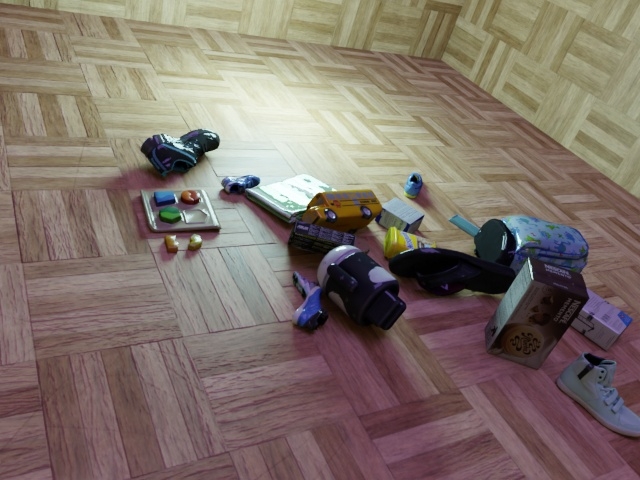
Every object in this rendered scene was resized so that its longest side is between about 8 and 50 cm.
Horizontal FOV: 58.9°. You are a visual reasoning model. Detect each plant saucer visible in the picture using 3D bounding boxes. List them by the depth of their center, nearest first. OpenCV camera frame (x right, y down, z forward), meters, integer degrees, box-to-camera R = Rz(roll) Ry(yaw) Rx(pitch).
[{"bbox_3d":[0.605,-0.045,2.263,0.192,0.018,0.067,38,39,25],"label":"plant saucer"}]

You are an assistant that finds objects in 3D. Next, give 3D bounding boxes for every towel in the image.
[{"bbox_3d":[-0.083,-0.164,2.054,0.247,0.038,0.324,31,35,31],"label":"towel"}]

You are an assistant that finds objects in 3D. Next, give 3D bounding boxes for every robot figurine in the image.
[{"bbox_3d":[0.112,0.136,1.632,0.173,0.209,0.278,-29,54,-29],"label":"robot figurine"}]

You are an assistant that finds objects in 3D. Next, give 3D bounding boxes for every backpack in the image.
[{"bbox_3d":[0.777,0.046,2.046,0.355,0.274,0.290,27,26,-10],"label":"backpack"}]

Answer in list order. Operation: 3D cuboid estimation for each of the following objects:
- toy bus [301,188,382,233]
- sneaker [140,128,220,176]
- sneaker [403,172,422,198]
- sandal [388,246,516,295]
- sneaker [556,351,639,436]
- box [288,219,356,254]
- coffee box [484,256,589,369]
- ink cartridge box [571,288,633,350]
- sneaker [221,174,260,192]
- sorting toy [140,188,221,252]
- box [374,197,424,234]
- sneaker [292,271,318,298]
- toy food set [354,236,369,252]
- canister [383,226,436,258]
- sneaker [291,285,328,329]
[{"bbox_3d":[0.068,-0.098,1.947,0.332,0.108,0.130,-8,61,-45],"label":"toy bus"},{"bbox_3d":[-0.486,-0.312,2.051,0.340,0.125,0.140,-25,81,-50],"label":"sneaker"},{"bbox_3d":[0.405,-0.254,2.405,0.069,0.082,0.209,21,32,7],"label":"sneaker"},{"bbox_3d":[0.440,0.119,1.835,0.445,0.168,0.107,10,52,-12],"label":"sandal"},{"bbox_3d":[0.811,0.425,1.581,0.255,0.151,0.094,36,36,22],"label":"sneaker"},{"bbox_3d":[0.000,0.000,1.775,0.190,0.184,0.045,15,73,-5],"label":"box"},{"bbox_3d":[0.622,0.215,1.653,0.168,0.297,0.119,19,34,0],"label":"coffee box"},{"bbox_3d":[0.930,0.258,1.932,0.148,0.086,0.203,-20,49,-43],"label":"ink cartridge box"},{"bbox_3d":[-0.278,-0.196,2.016,0.144,0.053,0.059,-11,43,-24],"label":"sneaker"},{"bbox_3d":[-0.429,-0.076,1.779,0.228,0.041,0.307,-1,39,-27],"label":"sorting toy"},{"bbox_3d":[0.296,-0.085,2.119,0.137,0.072,0.126,33,36,21],"label":"box"},{"bbox_3d":[-0.038,0.130,1.689,0.069,0.038,0.098,-6,51,-35],"label":"sneaker"},{"bbox_3d":[0.130,0.017,1.941,0.083,0.020,0.082,35,37,24],"label":"toy food set"},{"bbox_3d":[0.312,0.027,1.970,0.169,0.073,0.126,17,34,-6],"label":"canister"},{"bbox_3d":[-0.010,0.194,1.586,0.084,0.058,0.152,22,38,15],"label":"sneaker"}]
